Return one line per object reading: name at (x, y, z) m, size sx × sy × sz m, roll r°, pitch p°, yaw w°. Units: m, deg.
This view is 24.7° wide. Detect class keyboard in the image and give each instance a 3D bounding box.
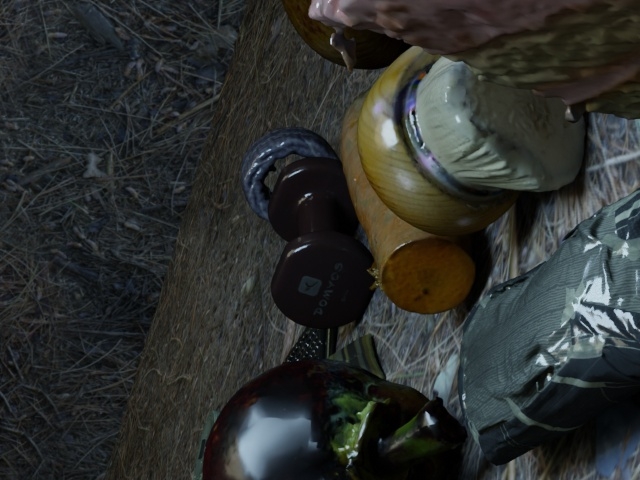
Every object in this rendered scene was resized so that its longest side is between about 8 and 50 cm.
keyboard at (-0.041, 0.200, 2.054) m, size 0.317 × 0.027 × 0.106 m, roll 122°, pitch 158°, yaw -52°

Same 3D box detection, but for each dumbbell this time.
dumbbell at (0.000, 0.000, 1.893) m, size 0.225 × 0.124 × 0.140 m, roll -97°, pitch 24°, yaw -57°

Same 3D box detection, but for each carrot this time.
carrot at (0.092, -0.049, 1.554) m, size 0.302 × 0.138 × 0.139 m, roll -92°, pitch 21°, yaw -50°

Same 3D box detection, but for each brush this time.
brush at (0.157, -0.138, 1.363) m, size 0.166 × 0.174 × 0.267 m, roll -35°, pitch 22°, yaw 48°

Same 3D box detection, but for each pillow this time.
pillow at (-0.014, 0.192, 1.740) m, size 0.203 × 0.038 × 0.113 m, roll -37°, pitch 25°, yaw 8°
pillow at (0.184, 0.074, 1.127) m, size 0.335 × 0.092 × 0.162 m, roll 129°, pitch 158°, yaw -61°

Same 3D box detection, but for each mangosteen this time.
mangosteen at (0.019, 0.209, 1.382) m, size 0.289 × 0.231 × 0.231 m, roll -43°, pitch 33°, yaw 51°

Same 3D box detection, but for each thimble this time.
thimble at (-0.039, -0.088, 2.099) m, size 0.098 × 0.150 × 0.150 m, roll -116°, pitch 42°, yaw -72°

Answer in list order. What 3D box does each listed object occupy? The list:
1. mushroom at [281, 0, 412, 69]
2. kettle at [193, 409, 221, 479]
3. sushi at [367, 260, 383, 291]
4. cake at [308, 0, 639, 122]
mushroom at (0.128, -0.358, 1.641) m, size 0.334 × 0.356 × 0.331 m, roll 37°, pitch -120°, yaw -64°
kettle at (-0.075, 0.272, 1.854) m, size 0.098 × 0.148 × 0.127 m, roll -87°, pitch 16°, yaw -45°
sushi at (0.091, 0.033, 1.622) m, size 0.060 × 0.061 × 0.118 m, roll -68°, pitch 10°, yaw -26°
cake at (0.195, -0.266, 0.992) m, size 0.293 × 0.306 × 0.314 m, roll 152°, pitch 131°, yaw -70°
